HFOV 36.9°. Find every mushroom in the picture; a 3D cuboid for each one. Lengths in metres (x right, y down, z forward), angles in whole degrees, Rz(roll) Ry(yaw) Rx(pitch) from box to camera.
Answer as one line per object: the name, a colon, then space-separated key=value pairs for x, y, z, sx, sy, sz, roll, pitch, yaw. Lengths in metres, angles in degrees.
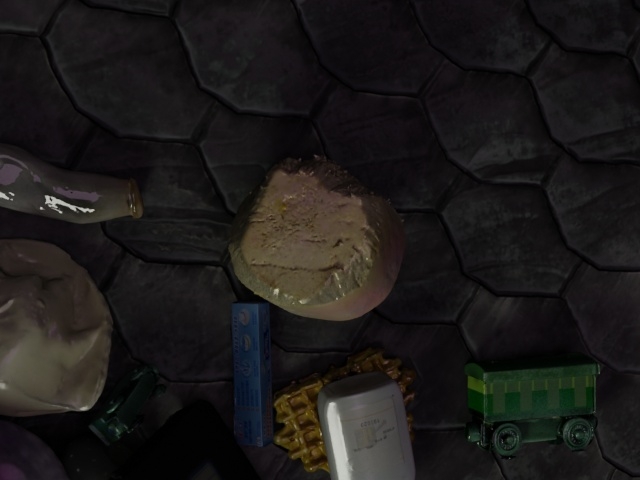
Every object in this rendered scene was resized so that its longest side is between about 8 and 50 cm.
mushroom: x=-0.485 y=-0.096 z=1.697 sx=0.351 sy=0.097 sz=0.109 roll=15 pitch=93 yaw=-20

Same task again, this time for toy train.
toy train: x=-0.350 y=0.294 z=1.742 sx=0.099 sy=0.172 sz=0.070 roll=-31 pitch=107 yaw=31
toy train: x=0.433 y=0.338 z=1.979 sx=0.300 sy=0.120 sz=0.203 roll=-2 pitch=92 yaw=-15

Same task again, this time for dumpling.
dumpling: x=-0.547 y=0.139 z=1.672 sx=0.394 sy=0.233 sz=0.316 roll=14 pitch=59 yaw=-3

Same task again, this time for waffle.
waffle: x=0.052 y=0.332 z=1.900 sx=0.309 sy=0.065 sz=0.283 roll=22 pitch=91 yaw=-20

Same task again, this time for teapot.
teapot: x=-0.433 y=0.482 z=1.728 sx=0.183 sy=0.183 sz=0.251 roll=39 pitch=95 yaw=-15

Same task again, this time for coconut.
coconut: x=0.000 y=0.000 z=1.736 sx=0.297 sy=0.309 sz=0.298 roll=-2 pitch=81 yaw=12

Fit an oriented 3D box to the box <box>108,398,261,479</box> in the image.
box: x=-0.207 y=0.493 z=1.705 sx=0.091 sy=0.359 sz=0.350 roll=-30 pitch=95 yaw=28

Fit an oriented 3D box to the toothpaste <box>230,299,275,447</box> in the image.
toothpaste: x=-0.129 y=0.251 z=1.825 sx=0.066 sy=0.053 sz=0.272 roll=-1 pitch=92 yaw=26

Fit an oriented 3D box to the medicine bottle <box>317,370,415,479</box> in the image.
medicine bottle: x=0.094 y=0.409 z=1.835 sx=0.161 sy=0.111 sz=0.296 roll=-14 pitch=100 yaw=-13

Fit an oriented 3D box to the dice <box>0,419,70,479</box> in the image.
dice: x=-0.582 y=0.472 z=1.573 sx=0.271 sy=0.270 sz=0.270 roll=-47 pitch=62 yaw=19
